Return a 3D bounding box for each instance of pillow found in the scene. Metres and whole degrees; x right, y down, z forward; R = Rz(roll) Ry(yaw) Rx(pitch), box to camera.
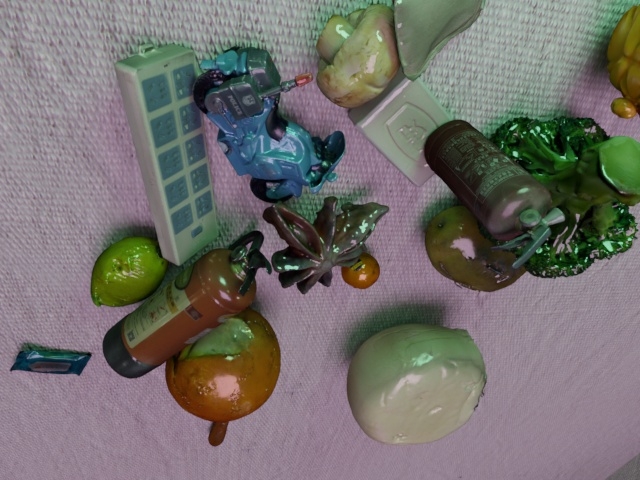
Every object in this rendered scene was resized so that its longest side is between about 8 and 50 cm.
[{"bbox_3d":[0.162,-0.310,0.579,0.232,0.038,0.130,-47,143,-25],"label":"pillow"}]

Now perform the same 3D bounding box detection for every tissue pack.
[{"bbox_3d":[-0.582,0.263,0.965,0.138,0.028,0.085,20,126,-35],"label":"tissue pack"}]

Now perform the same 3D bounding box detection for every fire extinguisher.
[{"bbox_3d":[0.243,-0.073,0.643,0.105,0.269,0.104,-9,131,-11],"label":"fire extinguisher"},{"bbox_3d":[-0.223,0.087,0.794,0.376,0.200,0.113,-34,133,22],"label":"fire extinguisher"}]

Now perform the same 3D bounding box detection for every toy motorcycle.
[{"bbox_3d":[-0.064,-0.160,0.666,0.182,0.123,0.272,-14,139,15],"label":"toy motorcycle"}]

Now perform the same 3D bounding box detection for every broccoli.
[{"bbox_3d":[0.411,-0.095,0.747,0.298,0.297,0.297,-10,168,-7],"label":"broccoli"}]

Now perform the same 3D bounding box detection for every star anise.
[{"bbox_3d":[0.004,0.000,0.804,0.258,0.110,0.198,-13,134,-36],"label":"star anise"}]

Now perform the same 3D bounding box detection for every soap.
[{"bbox_3d":[0.147,-0.186,0.741,0.121,0.064,0.183,-42,129,18],"label":"soap"}]

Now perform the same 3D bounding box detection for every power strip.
[{"bbox_3d":[-0.220,-0.108,0.686,0.043,0.106,0.367,25,136,23],"label":"power strip"}]

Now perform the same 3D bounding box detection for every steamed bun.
[{"bbox_3d":[0.215,0.334,1.109,0.312,0.233,0.333,8,119,-19],"label":"steamed bun"}]

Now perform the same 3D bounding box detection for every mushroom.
[{"bbox_3d":[0.049,-0.250,0.603,0.112,0.148,0.148,30,119,-14],"label":"mushroom"}]

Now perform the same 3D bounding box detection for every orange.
[{"bbox_3d":[-0.198,0.246,0.914,0.240,0.240,0.240,-8,132,-9],"label":"orange"},{"bbox_3d":[0.084,0.062,0.930,0.084,0.083,0.083,-8,132,-9],"label":"orange"}]

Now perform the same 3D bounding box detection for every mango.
[{"bbox_3d":[-0.346,0.056,0.795,0.119,0.100,0.178,21,130,-43],"label":"mango"}]

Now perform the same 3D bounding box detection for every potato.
[{"bbox_3d":[0.321,0.020,0.915,0.248,0.143,0.169,26,97,-27],"label":"potato"}]

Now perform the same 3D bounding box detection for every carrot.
[{"bbox_3d":[-0.275,0.511,1.260,0.048,0.048,0.216,11,122,-23],"label":"carrot"}]

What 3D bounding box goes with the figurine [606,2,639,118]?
[{"bbox_3d":[0.587,-0.298,0.671,0.323,0.196,0.320,-20,140,-11],"label":"figurine"}]
